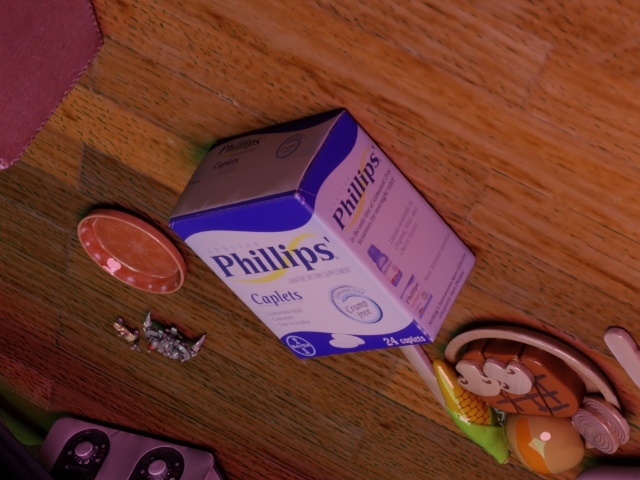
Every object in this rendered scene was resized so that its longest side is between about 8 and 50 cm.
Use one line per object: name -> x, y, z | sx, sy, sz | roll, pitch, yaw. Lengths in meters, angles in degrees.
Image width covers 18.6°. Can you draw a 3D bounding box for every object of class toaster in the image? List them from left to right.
toaster -> -0.148, 0.248, 1.639 | 0.168, 0.110, 0.185 | 11, 145, 30

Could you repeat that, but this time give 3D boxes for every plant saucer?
plant saucer -> -0.130, 0.006, 1.360 | 0.083, 0.013, 0.083 | 21, 149, 13

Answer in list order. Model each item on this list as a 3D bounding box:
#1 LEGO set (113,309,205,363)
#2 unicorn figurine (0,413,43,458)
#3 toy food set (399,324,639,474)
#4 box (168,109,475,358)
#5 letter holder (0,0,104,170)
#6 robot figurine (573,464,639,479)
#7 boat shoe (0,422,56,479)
LEGO set -> -0.120, 0.077, 1.447 | 0.054, 0.023, 0.083 | 43, 147, -21
unicorn figurine -> -0.280, 0.192, 1.692 | 0.060, 0.111, 0.162 | 3, 127, 53
toy food set -> 0.136, 0.105, 1.256 | 0.192, 0.038, 0.132 | -3, 136, 43
box -> 0.000, 0.000, 1.184 | 0.126, 0.072, 0.137 | -11, 130, 47
letter holder -> -0.260, -0.153, 1.038 | 0.152, 0.214, 0.302 | 17, 147, 21
robot figurine -> 0.247, 0.290, 1.276 | 0.353, 0.200, 0.299 | -8, 96, 47
boat shoe -> -0.350, 0.112, 1.518 | 0.156, 0.187, 0.500 | -36, 92, 23
